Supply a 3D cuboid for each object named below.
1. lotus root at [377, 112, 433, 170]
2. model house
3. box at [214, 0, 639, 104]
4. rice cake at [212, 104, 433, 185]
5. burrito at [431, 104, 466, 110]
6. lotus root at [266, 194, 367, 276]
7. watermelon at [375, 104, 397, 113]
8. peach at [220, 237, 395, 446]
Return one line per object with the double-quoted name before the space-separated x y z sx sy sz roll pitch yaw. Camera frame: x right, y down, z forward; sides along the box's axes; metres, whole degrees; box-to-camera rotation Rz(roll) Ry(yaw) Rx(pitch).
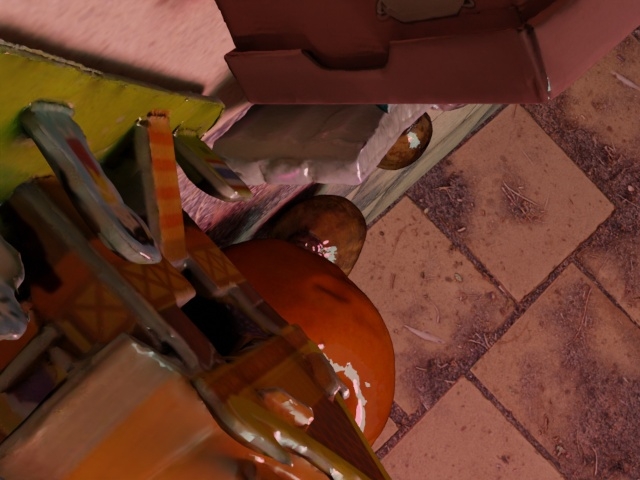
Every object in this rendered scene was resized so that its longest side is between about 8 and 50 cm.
"lotus root" 0.109 -0.142 1.383 0.089 0.080 0.179 -41 174 -9
"model house" -0.082 0.089 0.524 0.242 0.313 0.357 -46 174 8
"box" 0.079 -0.153 0.476 0.215 0.086 0.215 -39 -153 -26
"rice cake" 0.014 -0.100 0.782 0.127 0.043 0.237 2 -155 22
"burrito" 0.257 -0.280 1.259 0.445 0.101 0.139 -39 161 -38
"lotus root" 0.000 0.000 1.476 0.145 0.128 0.260 -54 174 14
"watermelon" 0.102 -0.221 0.723 0.241 0.094 0.154 -41 165 -33
"peach" -0.088 0.167 1.189 0.343 0.343 0.301 -41 -142 -25
